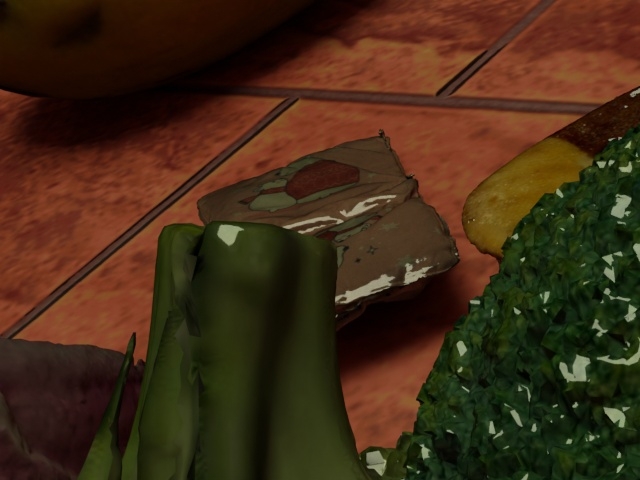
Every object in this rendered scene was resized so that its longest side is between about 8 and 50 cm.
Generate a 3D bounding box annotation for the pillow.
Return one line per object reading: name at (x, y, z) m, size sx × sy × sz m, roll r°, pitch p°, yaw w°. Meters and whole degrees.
pillow at (0.000, 0.000, 0.971) m, size 0.135 × 0.049 × 0.248 m, roll -24°, pitch 23°, yaw -1°

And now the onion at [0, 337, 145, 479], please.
onion at (-0.169, 0.140, 0.763) m, size 0.349 × 0.159 × 0.267 m, roll 0°, pitch -13°, yaw -37°

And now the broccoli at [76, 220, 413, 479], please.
broccoli at (-0.024, 0.113, 0.560) m, size 0.263 × 0.243 × 0.247 m, roll 2°, pitch 5°, yaw 44°

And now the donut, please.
donut at (0.168, -0.015, 0.830) m, size 0.184 × 0.073 × 0.166 m, roll -38°, pitch 29°, yaw -27°

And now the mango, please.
mango at (-0.106, -0.261, 1.354) m, size 0.445 × 0.220 × 0.301 m, roll -24°, pitch 19°, yaw -21°

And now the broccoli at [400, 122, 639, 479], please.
broccoli at (0.142, 0.075, 0.411) m, size 0.269 × 0.241 × 0.261 m, roll -26°, pitch 29°, yaw 36°
